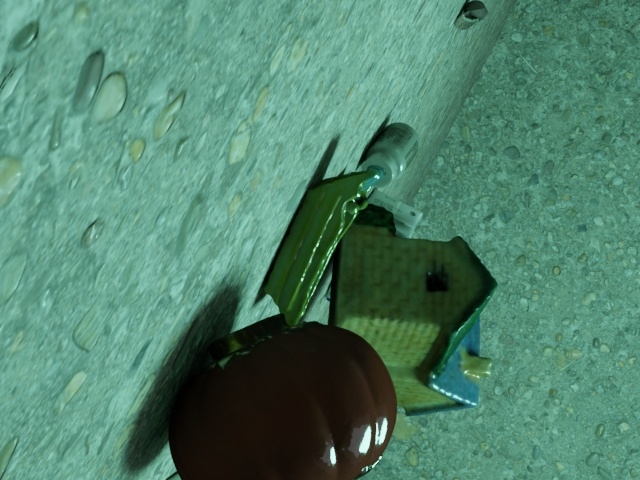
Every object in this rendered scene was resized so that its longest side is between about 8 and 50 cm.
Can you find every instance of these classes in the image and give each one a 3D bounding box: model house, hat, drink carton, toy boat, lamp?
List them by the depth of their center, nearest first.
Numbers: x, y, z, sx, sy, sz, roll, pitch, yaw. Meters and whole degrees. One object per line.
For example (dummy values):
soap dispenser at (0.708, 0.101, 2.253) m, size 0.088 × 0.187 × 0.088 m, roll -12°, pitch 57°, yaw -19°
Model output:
lamp at (-0.048, 0.231, 1.196) m, size 0.303 × 0.257 × 0.303 m, roll -23°, pitch 173°, yaw -3°
toy boat at (-0.005, -0.004, 1.376) m, size 0.276 × 0.084 × 0.111 m, roll -61°, pitch 176°, yaw 15°
model house at (0.191, 0.135, 1.849) m, size 0.382 × 0.342 × 0.335 m, roll 97°, pitch -1°, yaw -62°
hat at (0.325, -0.500, 2.018) m, size 0.087 × 0.042 × 0.058 m, roll -23°, pitch 154°, yaw -18°
drink carton at (0.123, 0.037, 2.178) m, size 0.106 × 0.130 × 0.315 m, roll -56°, pitch 170°, yaw -46°

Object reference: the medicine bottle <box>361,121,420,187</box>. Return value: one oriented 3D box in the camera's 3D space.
medicine bottle at (0.129, -0.157, 1.718) m, size 0.140 × 0.079 × 0.079 m, roll -54°, pitch 169°, yaw -49°

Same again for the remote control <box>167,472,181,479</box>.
remote control at (-0.231, 0.411, 1.486) m, size 0.087 × 0.029 × 0.190 m, roll -63°, pitch 172°, yaw -1°

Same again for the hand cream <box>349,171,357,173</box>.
hand cream at (0.021, -0.063, 1.514) m, size 0.163 × 0.039 × 0.062 m, roll -46°, pitch 165°, yaw -46°
